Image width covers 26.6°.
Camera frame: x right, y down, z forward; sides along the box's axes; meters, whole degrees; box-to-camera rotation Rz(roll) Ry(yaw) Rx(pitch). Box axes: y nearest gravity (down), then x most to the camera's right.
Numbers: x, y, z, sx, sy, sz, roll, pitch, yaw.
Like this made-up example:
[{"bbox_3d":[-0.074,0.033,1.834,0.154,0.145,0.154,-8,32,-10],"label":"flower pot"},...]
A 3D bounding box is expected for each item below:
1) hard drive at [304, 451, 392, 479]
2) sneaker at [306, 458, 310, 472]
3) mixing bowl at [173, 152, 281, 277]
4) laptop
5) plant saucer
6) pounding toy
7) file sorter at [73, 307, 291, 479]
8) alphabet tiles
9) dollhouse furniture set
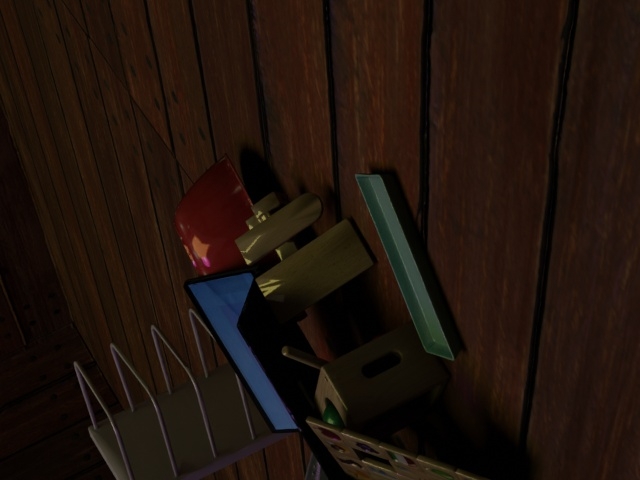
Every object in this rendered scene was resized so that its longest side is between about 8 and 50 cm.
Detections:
[{"bbox_3d":[0.046,0.361,1.677,0.172,0.054,0.255,36,130,35],"label":"hard drive"},{"bbox_3d":[0.064,0.375,1.771,0.234,0.078,0.106,62,161,-6],"label":"sneaker"},{"bbox_3d":[-0.117,-0.005,1.655,0.181,0.098,0.181,62,176,7],"label":"mixing bowl"},{"bbox_3d":[-0.068,0.163,1.536,0.234,0.136,0.264,60,-166,-15],"label":"laptop"},{"bbox_3d":[0.085,0.022,1.284,0.192,0.018,0.067,68,163,-11],"label":"plant saucer"},{"bbox_3d":[0.041,0.144,1.378,0.100,0.141,0.130,58,162,21],"label":"pounding toy"},{"bbox_3d":[-0.204,0.225,2.007,0.193,0.277,0.173,44,152,50],"label":"file sorter"},{"bbox_3d":[0.104,0.251,1.360,0.198,0.009,0.237,16,158,25],"label":"alphabet tiles"},{"bbox_3d":[0.000,0.000,1.494,0.144,0.123,0.151,61,-162,14],"label":"dollhouse furniture set"}]
